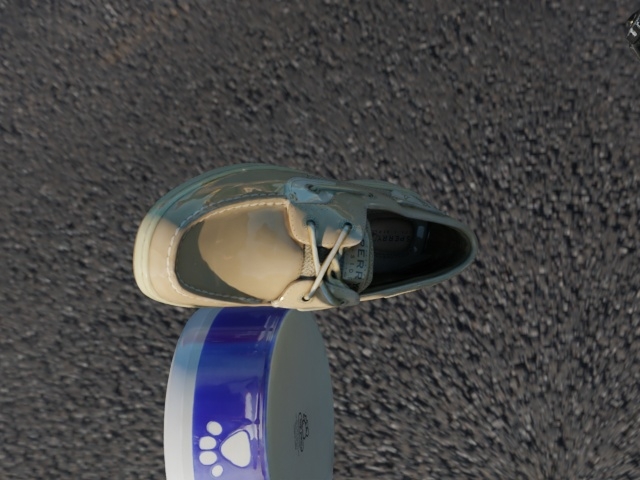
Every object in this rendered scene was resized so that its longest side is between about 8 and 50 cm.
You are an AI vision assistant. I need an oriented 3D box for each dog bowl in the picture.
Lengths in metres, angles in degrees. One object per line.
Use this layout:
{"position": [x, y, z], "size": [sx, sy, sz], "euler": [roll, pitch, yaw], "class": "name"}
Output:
{"position": [-0.066, 0.197, 1.151], "size": [0.104, 0.265, 0.265], "euler": [-3, 76, 15], "class": "dog bowl"}

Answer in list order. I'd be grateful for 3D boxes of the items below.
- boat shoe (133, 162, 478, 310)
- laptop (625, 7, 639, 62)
{"position": [0.000, 0.000, 0.948], "size": [0.110, 0.341, 0.122], "euler": [21, 111, 44], "class": "boat shoe"}
{"position": [0.275, -0.132, 0.503], "size": [0.234, 0.264, 0.136], "euler": [-42, 84, 5], "class": "laptop"}
